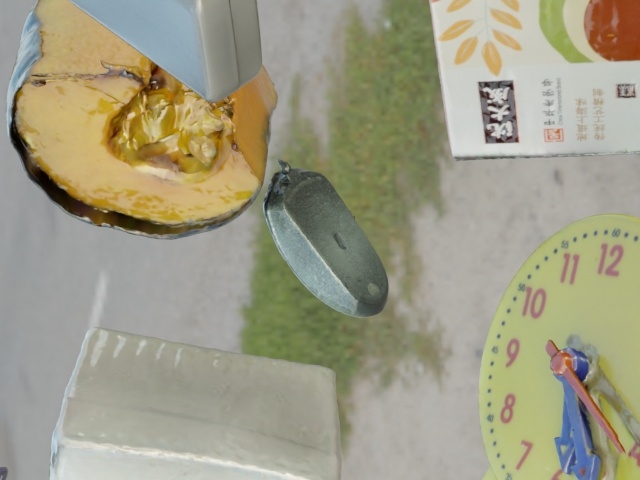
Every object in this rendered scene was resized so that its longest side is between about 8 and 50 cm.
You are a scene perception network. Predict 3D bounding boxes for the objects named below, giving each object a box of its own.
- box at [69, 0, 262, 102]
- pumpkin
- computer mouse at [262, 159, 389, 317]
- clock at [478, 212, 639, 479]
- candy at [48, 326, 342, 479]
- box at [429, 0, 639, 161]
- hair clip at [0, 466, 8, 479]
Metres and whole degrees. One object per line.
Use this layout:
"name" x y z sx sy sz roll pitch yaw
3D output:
"box" -0.140 -0.195 1.032 0.243 0.055 0.103 37 150 31
"pumpkin" -0.206 -0.153 1.653 0.256 0.303 0.225 -20 39 32
"computer mouse" -0.003 0.004 1.811 0.068 0.113 0.229 -32 93 43
"clock" 0.227 0.115 1.247 0.277 0.071 0.293 -2 74 57
"candy" -0.152 0.249 1.835 0.208 0.358 0.145 -87 9 -50
"box" 0.253 -0.235 1.083 0.385 0.344 0.122 75 -164 -51
"hair clip" -0.470 0.307 1.727 0.090 0.278 0.137 47 117 34
